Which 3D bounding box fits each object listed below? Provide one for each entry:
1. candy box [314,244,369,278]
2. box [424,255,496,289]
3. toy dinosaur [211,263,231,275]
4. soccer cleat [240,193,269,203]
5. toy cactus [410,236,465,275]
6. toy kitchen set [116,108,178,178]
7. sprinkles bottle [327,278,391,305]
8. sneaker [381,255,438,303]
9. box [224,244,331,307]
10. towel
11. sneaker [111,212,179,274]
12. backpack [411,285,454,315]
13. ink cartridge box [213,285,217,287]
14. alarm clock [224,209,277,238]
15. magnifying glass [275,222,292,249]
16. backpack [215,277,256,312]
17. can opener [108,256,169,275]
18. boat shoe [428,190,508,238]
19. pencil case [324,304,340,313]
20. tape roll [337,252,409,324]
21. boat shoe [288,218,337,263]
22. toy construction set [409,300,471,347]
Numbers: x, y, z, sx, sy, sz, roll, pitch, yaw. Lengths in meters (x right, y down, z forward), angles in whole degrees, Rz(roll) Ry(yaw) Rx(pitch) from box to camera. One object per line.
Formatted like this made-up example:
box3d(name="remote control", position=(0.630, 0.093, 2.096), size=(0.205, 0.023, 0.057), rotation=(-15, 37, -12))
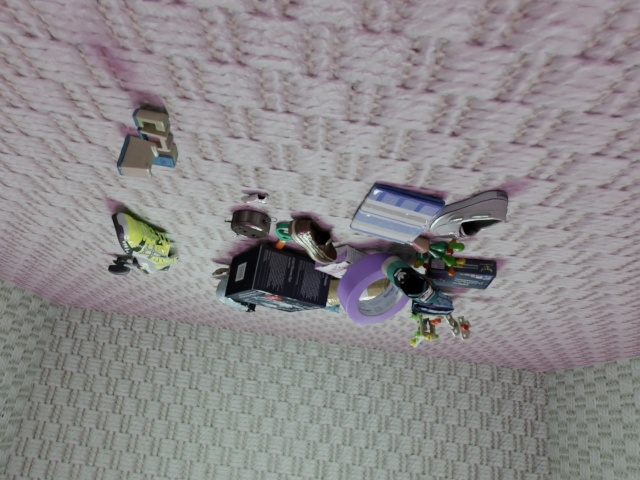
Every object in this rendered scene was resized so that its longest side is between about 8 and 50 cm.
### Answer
box3d(name="candy box", position=(0.104, 0.091, 1.759), size=(0.196, 0.070, 0.165), rotation=(25, 153, -38))
box3d(name="box", position=(0.507, 0.122, 1.709), size=(0.233, 0.059, 0.183), rotation=(6, 160, 8))
box3d(name="toy dinosaur", position=(-0.341, 0.140, 2.075), size=(0.269, 0.063, 0.118), rotation=(10, 163, -20))
box3d(name="soccer cleat", position=(-0.194, -0.125, 1.369), size=(0.084, 0.029, 0.035), rotation=(4, 150, 1))
box3d(name="toy cactus", position=(0.361, 0.043, 1.525), size=(0.181, 0.112, 0.219), rotation=(27, 162, -19))
box3d(name="toy kitchen set", position=(-0.422, -0.192, 1.077), size=(0.122, 0.165, 0.207), rotation=(10, 159, -6))
box3d(name="sprinkles bottle", position=(0.155, 0.215, 1.994), size=(0.356, 0.121, 0.121), rotation=(-9, 154, 36))
box3d(name="sneaker", position=(0.333, 0.165, 1.615), size=(0.302, 0.108, 0.121), rotation=(33, -168, -38))
box3d(name="box", position=(-0.175, 0.167, 1.878), size=(0.313, 0.178, 0.343), rotation=(17, 162, -25))
box3d(name="towel", position=(0.213, -0.071, 1.349), size=(0.210, 0.034, 0.285), rotation=(14, 157, -5))
box3d(name="sneaker", position=(-0.655, -0.007, 1.744), size=(0.147, 0.145, 0.384), rotation=(-22, 157, -7))
box3d(name="backpack", position=(0.484, 0.261, 1.998), size=(0.174, 0.116, 0.158), rotation=(5, 159, 8))
box3d(name="ink cartridge box", position=(-0.344, 0.253, 2.294), size=(0.261, 0.066, 0.297), rotation=(12, 162, -42))
box3d(name="alarm clock", position=(-0.215, -0.052, 1.521), size=(0.192, 0.064, 0.129), rotation=(-14, 150, 38))
box3d(name="magnifying glass", position=(-0.125, -0.011, 1.640), size=(0.092, 0.026, 0.231), rotation=(13, 161, -12))
box3d(name="backpack", position=(-0.366, 0.233, 2.045), size=(0.115, 0.151, 0.182), rotation=(-15, 149, 35))
box3d(name="can opener", position=(-0.843, 0.121, 2.166), size=(0.281, 0.093, 0.074), rotation=(-1, 157, 10))
box3d(name="boat shoe", position=(0.396, -0.048, 1.267), size=(0.096, 0.088, 0.268), rotation=(20, 156, -28))
box3d(name="pencil case", position=(0.028, 0.335, 2.428), size=(0.152, 0.064, 0.070), rotation=(15, 133, -16))
box3d(name="tape roll", position=(0.203, 0.180, 1.709), size=(0.275, 0.090, 0.274), rotation=(-14, 130, -17))
box3d(name="boat shoe", position=(-0.001, 0.007, 1.553), size=(0.095, 0.095, 0.257), rotation=(-12, 152, 29))
box3d(name="toy construction set", position=(0.538, 0.379, 2.148), size=(0.151, 0.214, 0.328), rotation=(19, 157, -27))
